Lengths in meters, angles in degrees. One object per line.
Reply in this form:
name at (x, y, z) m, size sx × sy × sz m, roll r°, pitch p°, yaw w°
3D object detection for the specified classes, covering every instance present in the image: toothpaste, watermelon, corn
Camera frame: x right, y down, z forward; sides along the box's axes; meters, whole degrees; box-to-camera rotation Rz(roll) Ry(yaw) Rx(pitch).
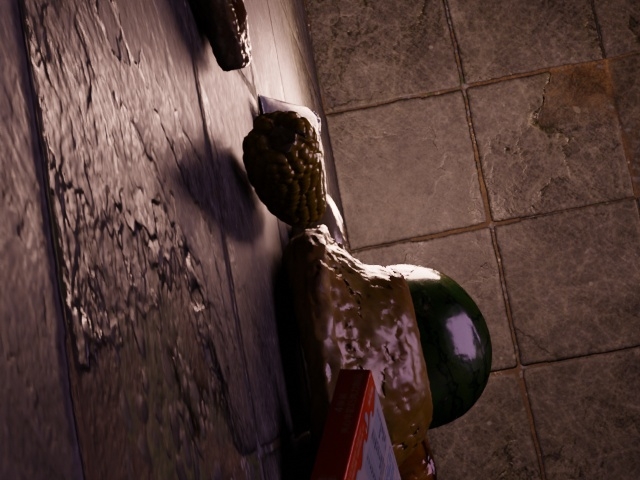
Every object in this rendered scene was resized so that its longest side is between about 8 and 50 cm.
toothpaste at (-0.056, -0.181, 1.633) m, size 0.299 × 0.073 × 0.114 m, roll -38°, pitch 118°, yaw -77°
watermelon at (0.196, 0.230, 2.125) m, size 0.363 × 0.363 × 0.363 m, roll -11°, pitch 90°, yaw -86°
corn at (-0.043, -0.088, 1.295) m, size 0.310 × 0.101 × 0.101 m, roll 84°, pitch -3°, yaw -77°

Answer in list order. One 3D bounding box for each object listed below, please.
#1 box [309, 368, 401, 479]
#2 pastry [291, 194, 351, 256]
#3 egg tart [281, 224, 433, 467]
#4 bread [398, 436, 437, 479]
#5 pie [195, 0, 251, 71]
box at (0.040, 0.336, 1.169) m, size 0.273 × 0.048 × 0.265 m, roll -72°, pitch 154°, yaw -47°
pastry at (0.000, 0.000, 1.698) m, size 0.156 × 0.092 × 0.156 m, roll -10°, pitch 90°, yaw -89°
egg tart at (0.064, 0.183, 1.472) m, size 0.443 × 0.178 × 0.443 m, roll -11°, pitch 90°, yaw -85°
bread at (0.119, 0.398, 1.803) m, size 0.337 × 0.148 × 0.328 m, roll -108°, pitch -179°, yaw -47°
pie at (-0.120, -0.296, 1.166) m, size 0.195 × 0.046 × 0.195 m, roll -12°, pitch 90°, yaw -87°
